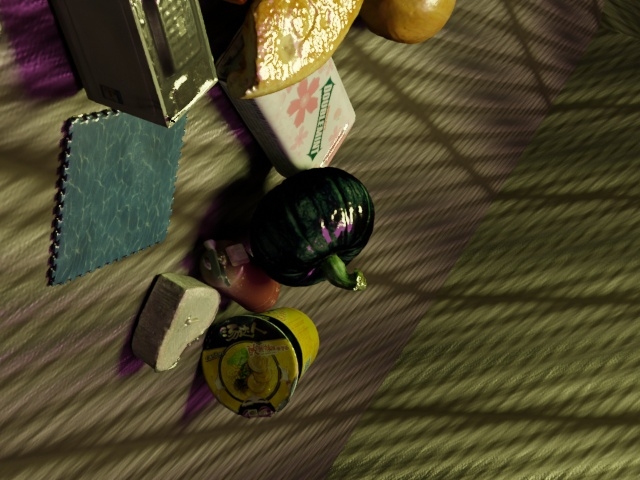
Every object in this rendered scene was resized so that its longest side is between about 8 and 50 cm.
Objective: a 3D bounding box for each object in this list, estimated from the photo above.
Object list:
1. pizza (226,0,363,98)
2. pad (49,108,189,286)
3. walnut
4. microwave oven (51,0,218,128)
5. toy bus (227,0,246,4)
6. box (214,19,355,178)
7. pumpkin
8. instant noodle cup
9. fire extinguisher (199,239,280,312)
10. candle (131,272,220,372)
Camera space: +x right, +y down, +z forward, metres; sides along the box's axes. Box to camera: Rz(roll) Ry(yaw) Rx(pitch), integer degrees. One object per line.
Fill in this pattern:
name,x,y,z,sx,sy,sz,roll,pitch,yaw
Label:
pizza,-0.027,-0.358,1.360,0.365,0.073,0.182,-56,130,-15
pad,-0.298,-0.080,1.336,0.269,0.012,0.270,-31,139,-55
walnut,0.170,-0.476,1.732,0.203,0.203,0.298,-69,161,9
microwave oven,-0.227,-0.270,1.102,0.129,0.163,0.205,-53,152,-32
toy bus,-0.140,-0.424,1.229,0.083,0.088,0.194,-56,156,-19
box,-0.055,-0.259,1.574,0.190,0.112,0.370,-59,155,-14
pumpkin,0.000,0.000,1.629,0.248,0.248,0.248,-48,152,-36
instant noodle cup,-0.106,0.237,1.867,0.236,0.215,0.216,-22,133,-69
fire extinguisher,-0.158,0.066,1.678,0.105,0.104,0.269,-61,158,-9
candle,-0.255,0.130,1.574,0.192,0.068,0.169,-48,156,-39
